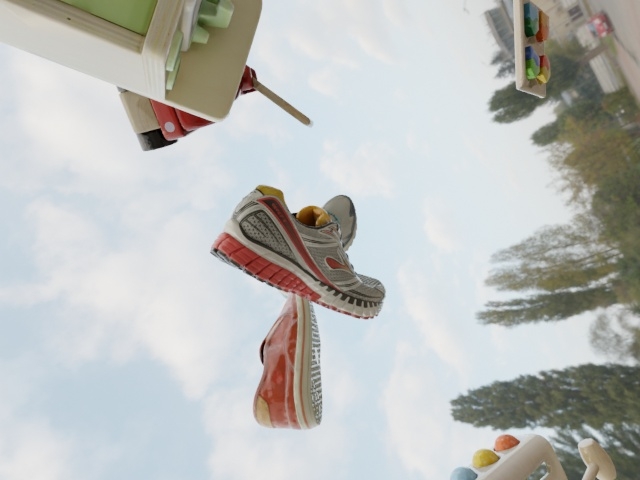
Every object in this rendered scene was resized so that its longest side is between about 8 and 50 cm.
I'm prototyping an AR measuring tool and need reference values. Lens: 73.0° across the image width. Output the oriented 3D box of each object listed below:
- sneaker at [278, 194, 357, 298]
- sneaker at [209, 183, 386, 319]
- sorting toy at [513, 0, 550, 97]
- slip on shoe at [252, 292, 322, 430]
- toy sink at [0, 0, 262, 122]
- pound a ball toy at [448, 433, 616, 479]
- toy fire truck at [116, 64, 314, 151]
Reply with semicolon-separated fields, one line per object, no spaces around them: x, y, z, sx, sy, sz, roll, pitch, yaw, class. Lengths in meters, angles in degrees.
0.000;0.000;0.966;0.110;0.122;0.283;25;-113;16;sneaker
0.002;0.018;0.448;0.225;0.088;0.092;30;-98;-43;sneaker
0.459;-0.416;0.929;0.208;0.038;0.192;-13;-80;-51;sorting toy
-0.054;0.175;0.736;0.331;0.101;0.123;-91;-11;-62;slip on shoe
-0.166;-0.224;0.376;0.234;0.131;0.152;18;-94;-20;toy sink
0.382;0.456;0.828;0.319;0.208;0.135;-9;-111;-38;pound a ball toy
-0.152;-0.223;0.687;0.217;0.247;0.158;-75;-26;-63;toy fire truck
